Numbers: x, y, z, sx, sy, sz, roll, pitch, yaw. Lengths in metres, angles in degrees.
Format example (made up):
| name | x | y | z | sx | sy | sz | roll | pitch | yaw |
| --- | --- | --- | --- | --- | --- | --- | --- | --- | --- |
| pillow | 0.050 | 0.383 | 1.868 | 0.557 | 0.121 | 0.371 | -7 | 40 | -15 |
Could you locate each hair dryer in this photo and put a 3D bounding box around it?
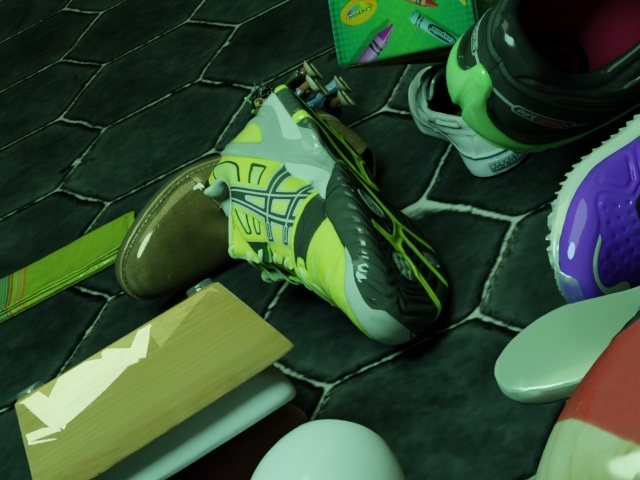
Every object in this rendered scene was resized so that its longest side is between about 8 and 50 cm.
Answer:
| name | x | y | z | sx | sy | sz | roll | pitch | yaw |
| --- | --- | --- | --- | --- | --- | --- | --- | --- | --- |
| hair dryer | -0.134 | 0.226 | 1.437 | 0.293 | 0.080 | 0.223 | -31 | 24 | -6 |

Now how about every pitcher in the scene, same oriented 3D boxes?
| name | x | y | z | sx | sy | sz | roll | pitch | yaw |
| --- | --- | --- | --- | --- | --- | --- | --- | --- | --- |
| pitcher | 0.024 | 0.234 | 1.239 | 0.177 | 0.125 | 0.207 | 0 | 45 | 12 |

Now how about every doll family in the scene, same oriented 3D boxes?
| name | x | y | z | sx | sy | sz | roll | pitch | yaw |
| --- | --- | --- | --- | --- | --- | --- | --- | --- | --- |
| doll family | -0.029 | -0.144 | 1.961 | 0.111 | 0.193 | 0.076 | -42 | 66 | 14 |

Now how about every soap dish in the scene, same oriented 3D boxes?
| name | x | y | z | sx | sy | sz | roll | pitch | yaw |
| --- | --- | --- | --- | --- | --- | --- | --- | --- | --- |
| soap dish | -0.143 | 0.133 | 1.449 | 0.229 | 0.118 | 0.291 | -32 | -1 | -9 |

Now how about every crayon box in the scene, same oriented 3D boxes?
| name | x | y | z | sx | sy | sz | roll | pitch | yaw |
| --- | --- | --- | --- | --- | --- | --- | --- | --- | --- |
| crayon box | 0.152 | -0.237 | 1.819 | 0.165 | 0.081 | 0.278 | -8 | 3 | 33 |

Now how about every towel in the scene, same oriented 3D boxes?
| name | x | y | z | sx | sy | sz | roll | pitch | yaw |
| --- | --- | --- | --- | --- | --- | --- | --- | --- | --- |
| towel | -0.321 | 0.037 | 2.037 | 0.237 | 0.021 | 0.102 | -27 | 27 | 5 |

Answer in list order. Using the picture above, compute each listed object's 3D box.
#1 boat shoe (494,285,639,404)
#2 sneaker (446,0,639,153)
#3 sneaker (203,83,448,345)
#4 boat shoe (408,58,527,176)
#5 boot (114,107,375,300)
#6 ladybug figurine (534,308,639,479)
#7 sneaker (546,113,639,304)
| name | x | y | z | sx | sy | sz | roll | pitch | yaw |
| --- | --- | --- | --- | --- | --- | --- | --- | --- | --- |
| boat shoe | 0.245 | 0.082 | 1.307 | 0.227 | 0.081 | 0.079 | -23 | 39 | -1 |
| sneaker | 0.338 | -0.239 | 1.550 | 0.483 | 0.185 | 0.202 | -35 | -7 | -10 |
| sneaker | 0.000 | 0.000 | 1.648 | 0.147 | 0.145 | 0.385 | -44 | 32 | 9 |
| boat shoe | 0.147 | -0.151 | 1.817 | 0.095 | 0.084 | 0.258 | -33 | 26 | -5 |
| boot | -0.077 | -0.031 | 1.822 | 0.305 | 0.112 | 0.115 | -35 | 37 | -16 |
| ladybug figurine | 0.307 | 0.099 | 1.115 | 0.449 | 0.162 | 0.305 | -40 | 27 | -19 |
| sneaker | 0.310 | -0.049 | 1.447 | 0.146 | 0.102 | 0.293 | 4 | 42 | 48 |
